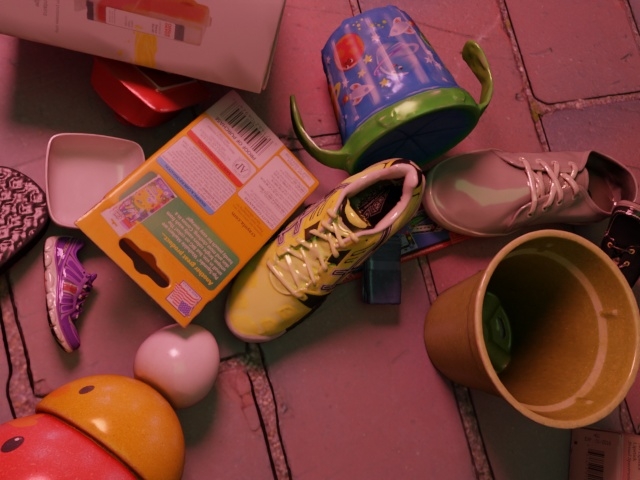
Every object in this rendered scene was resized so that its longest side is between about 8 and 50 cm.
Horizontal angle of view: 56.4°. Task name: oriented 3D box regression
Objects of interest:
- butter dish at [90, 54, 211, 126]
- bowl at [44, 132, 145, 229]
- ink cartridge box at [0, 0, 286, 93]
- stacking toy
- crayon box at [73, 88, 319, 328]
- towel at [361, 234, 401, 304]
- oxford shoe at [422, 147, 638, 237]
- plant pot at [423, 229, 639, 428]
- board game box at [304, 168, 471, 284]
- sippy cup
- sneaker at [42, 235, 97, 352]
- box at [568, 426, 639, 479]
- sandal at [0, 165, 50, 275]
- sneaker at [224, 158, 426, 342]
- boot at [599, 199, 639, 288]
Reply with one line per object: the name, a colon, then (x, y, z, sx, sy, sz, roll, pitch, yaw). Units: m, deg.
butter dish: (-0.278, -0.227, 0.914, 0.160, 0.118, 0.160, 41, 31, 1)
bowl: (-0.334, -0.081, 0.882, 0.142, 0.053, 0.142, 1, 79, -34)
ink cartridge box: (-0.253, -0.380, 0.858, 0.385, 0.160, 0.279, 10, 37, -17)
stacking toy: (-0.294, 0.289, 0.748, 0.350, 0.350, 0.480, 41, 51, -6)
crayon box: (-0.176, -0.049, 0.888, 0.203, 0.083, 0.323, 47, 59, -10)
towel: (0.102, 0.049, 0.993, 0.067, 0.029, 0.119, 4, 78, -16)
oxford shoe: (0.389, -0.096, 1.079, 0.449, 0.130, 0.169, -1, 80, -21)
plant pot: (0.300, 0.144, 0.946, 0.276, 0.254, 0.276, 4, 77, -17)
board game box: (0.125, -0.031, 1.046, 0.281, 0.027, 0.145, -18, 84, -20)
sippy cup: (0.113, -0.251, 0.995, 0.305, 0.240, 0.224, -7, 70, -42)
sneaker: (-0.355, 0.074, 0.851, 0.071, 0.068, 0.170, -3, 79, -24)
box: (0.572, 0.421, 1.045, 0.232, 0.127, 0.148, 14, 75, -15)
sandal: (-0.545, 0.079, 0.780, 0.167, 0.107, 0.446, 45, 57, -4)
sneaker: (0.000, 0.000, 0.906, 0.385, 0.147, 0.145, -44, 82, -7)
boot: (0.524, 0.055, 1.071, 0.085, 0.236, 0.178, 29, 71, 34)
